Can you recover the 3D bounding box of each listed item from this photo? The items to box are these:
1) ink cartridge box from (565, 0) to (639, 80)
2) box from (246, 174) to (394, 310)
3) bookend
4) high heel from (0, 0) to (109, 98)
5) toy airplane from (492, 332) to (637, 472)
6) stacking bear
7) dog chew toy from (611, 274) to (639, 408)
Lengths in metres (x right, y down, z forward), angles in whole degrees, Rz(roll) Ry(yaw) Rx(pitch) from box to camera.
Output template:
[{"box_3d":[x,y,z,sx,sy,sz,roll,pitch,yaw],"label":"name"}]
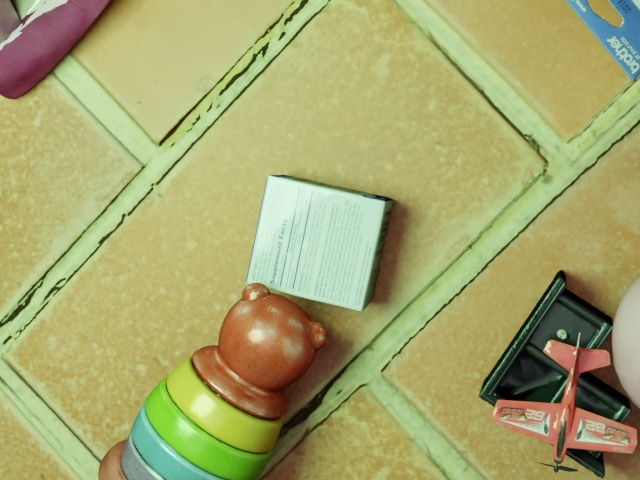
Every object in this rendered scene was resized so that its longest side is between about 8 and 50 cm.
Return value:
[{"box_3d":[0.374,-0.331,1.177,0.311,0.065,0.186,-42,108,10],"label":"ink cartridge box"},{"box_3d":[0.000,0.000,1.311,0.137,0.072,0.126,14,98,10],"label":"box"},{"box_3d":[0.278,0.142,1.264,0.157,0.072,0.156,34,101,7],"label":"bookend"},{"box_3d":[-0.247,-0.306,1.350,0.377,0.181,0.127,-25,56,-2],"label":"high heel"},{"box_3d":[0.255,0.167,1.218,0.151,0.028,0.151,1,94,18],"label":"toy airplane"},{"box_3d":[-0.108,0.185,1.304,0.175,0.164,0.289,35,101,7],"label":"stacking bear"},{"box_3d":[0.417,0.178,1.181,0.206,0.206,0.332,-14,100,13],"label":"dog chew toy"}]
